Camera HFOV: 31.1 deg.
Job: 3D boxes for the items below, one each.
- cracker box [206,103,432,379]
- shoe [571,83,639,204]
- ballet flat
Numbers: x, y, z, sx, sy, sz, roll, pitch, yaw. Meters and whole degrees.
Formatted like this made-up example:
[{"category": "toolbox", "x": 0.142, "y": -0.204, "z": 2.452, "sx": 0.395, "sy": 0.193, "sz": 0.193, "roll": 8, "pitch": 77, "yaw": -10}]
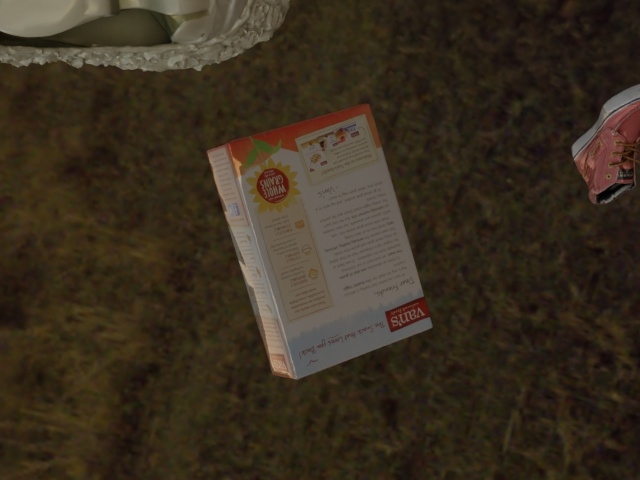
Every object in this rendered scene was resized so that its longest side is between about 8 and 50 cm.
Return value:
[{"category": "cracker box", "x": 0.000, "y": 0.000, "z": 1.113, "sx": 0.067, "sy": 0.155, "sz": 0.232, "roll": -7, "pitch": 100, "yaw": 66}, {"category": "shoe", "x": 0.353, "y": -0.109, "z": 1.338, "sx": 0.178, "sy": 0.063, "sz": 0.081, "roll": 120, "pitch": 139, "yaw": -63}, {"category": "ballet flat", "x": -0.197, "y": -0.229, "z": 1.126, "sx": 0.147, "sy": 0.408, "sz": 0.147, "roll": 169, "pitch": 90, "yaw": -69}]
